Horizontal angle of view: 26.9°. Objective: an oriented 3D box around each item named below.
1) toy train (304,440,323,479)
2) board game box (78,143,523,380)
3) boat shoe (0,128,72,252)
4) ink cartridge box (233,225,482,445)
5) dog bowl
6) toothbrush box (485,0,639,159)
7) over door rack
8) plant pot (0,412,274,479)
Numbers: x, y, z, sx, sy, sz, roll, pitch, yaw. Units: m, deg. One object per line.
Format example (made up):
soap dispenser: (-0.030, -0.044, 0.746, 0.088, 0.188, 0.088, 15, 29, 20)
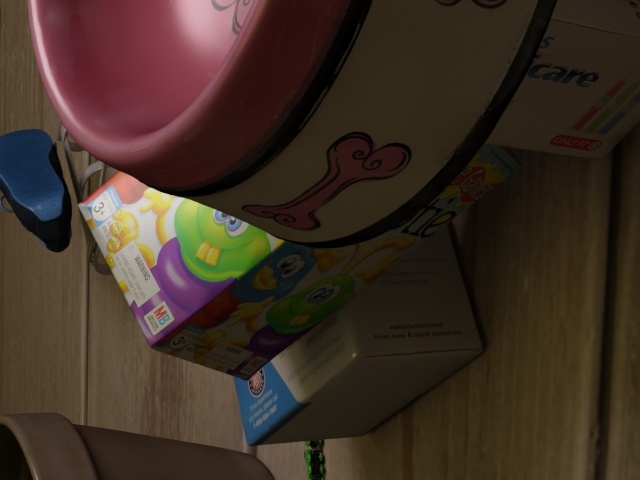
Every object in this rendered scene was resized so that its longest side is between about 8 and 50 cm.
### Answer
toy train: (-0.008, 0.220, 1.336, 0.024, 0.017, 0.083, 168, 99, -71)
board game box: (-0.016, -0.041, 0.998, 0.275, 0.142, 0.144, -39, 62, 13)
boat shoe: (-0.381, -0.063, 1.742, 0.258, 0.109, 0.089, -116, 13, -58)
ink cartridge box: (0.000, 0.000, 1.192, 0.223, 0.129, 0.307, -47, 51, 53)
dog bowl: (-0.041, -0.204, 0.793, 0.408, 0.150, 0.408, -8, 80, 53)
toothbrush box: (0.102, -0.208, 0.898, 0.122, 0.206, 0.283, -49, 49, 40)
over door rack: (-0.282, -0.139, 1.706, 0.324, 0.108, 0.239, 93, 160, -56)
plant pot: (-0.196, 0.334, 1.413, 0.323, 0.280, 0.323, 3, 94, 61)
